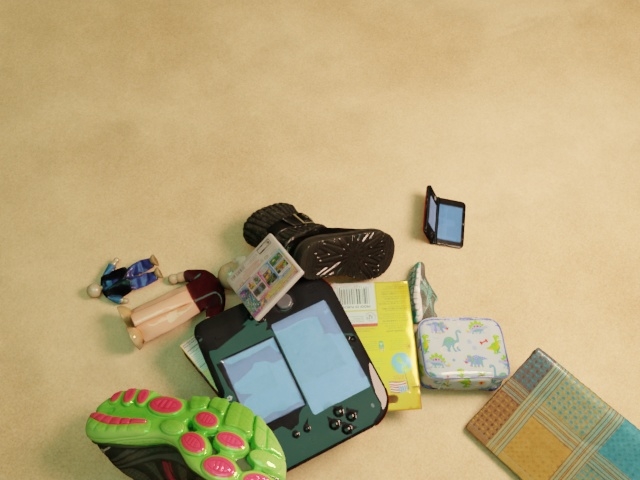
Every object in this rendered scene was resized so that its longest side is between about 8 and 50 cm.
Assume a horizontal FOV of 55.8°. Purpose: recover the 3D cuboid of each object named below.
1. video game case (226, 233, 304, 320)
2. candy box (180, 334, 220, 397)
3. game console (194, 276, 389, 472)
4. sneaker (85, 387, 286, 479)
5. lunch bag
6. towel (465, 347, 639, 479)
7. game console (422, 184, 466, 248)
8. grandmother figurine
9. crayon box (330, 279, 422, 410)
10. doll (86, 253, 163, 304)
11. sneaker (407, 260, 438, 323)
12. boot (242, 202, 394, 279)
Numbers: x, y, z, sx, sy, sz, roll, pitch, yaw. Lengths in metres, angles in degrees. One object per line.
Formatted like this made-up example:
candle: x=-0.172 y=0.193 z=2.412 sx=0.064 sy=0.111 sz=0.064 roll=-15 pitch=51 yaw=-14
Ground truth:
video game case: x=-0.131 y=0.084 z=1.407 sx=0.157 sy=0.019 sz=0.143 roll=-47 pitch=56 yaw=6
candy box: x=-0.252 y=0.316 z=1.433 sx=0.053 sy=0.109 sz=0.187 roll=-37 pitch=73 yaw=-18
game console: x=-0.063 y=0.293 z=1.375 sx=0.341 sy=0.060 sz=0.387 roll=-21 pitch=68 yaw=-18
sneaker: x=-0.273 y=0.449 z=1.285 sx=0.482 sy=0.202 sz=0.185 roll=7 pitch=35 yaw=29
lunch bag: x=0.342 y=0.273 z=1.477 sx=0.218 sy=0.090 sz=0.176 roll=0 pitch=54 yaw=-5
towel: x=0.561 y=0.467 z=1.390 sx=0.370 sy=0.040 sz=0.271 roll=42 pitch=99 yaw=15
game console: x=0.336 y=-0.065 z=1.638 sx=0.085 sy=0.124 sz=0.144 roll=-3 pitch=64 yaw=25
grandmother figurine: x=-0.316 y=0.145 z=1.506 sx=0.342 sy=0.104 sz=0.208 roll=-29 pitch=66 yaw=-13
crayon box: x=0.128 y=0.263 z=1.488 sx=0.202 sy=0.081 sz=0.319 roll=-1 pitch=67 yaw=-3
doll: x=-0.505 y=0.098 z=1.547 sx=0.188 sy=0.046 sz=0.129 roll=-23 pitch=71 yaw=-5
sneaker: x=0.268 y=0.137 z=1.568 sx=0.076 sy=0.065 sz=0.167 roll=10 pitch=69 yaw=-16
boot: x=0.000 y=-0.004 z=1.567 sx=0.260 sy=0.347 sz=0.131 roll=27 pitch=108 yaw=47
